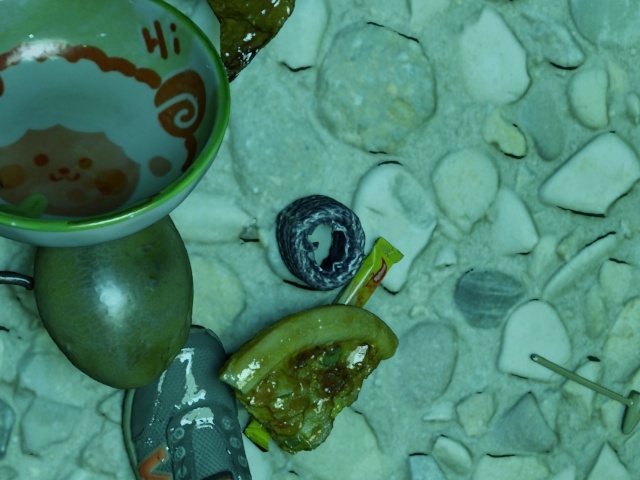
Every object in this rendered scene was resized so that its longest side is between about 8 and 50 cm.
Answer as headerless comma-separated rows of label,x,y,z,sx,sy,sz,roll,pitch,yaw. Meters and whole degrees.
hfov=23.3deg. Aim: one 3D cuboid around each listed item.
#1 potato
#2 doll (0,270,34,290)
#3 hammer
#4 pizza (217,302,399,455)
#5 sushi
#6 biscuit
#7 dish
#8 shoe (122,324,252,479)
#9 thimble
potato,-0.220,0.043,1.669,0.160,0.178,0.235,-4,82,10
doll,-0.407,0.053,1.645,0.165,0.057,0.139,36,87,-21
hammer,0.344,0.196,2.032,0.195,0.028,0.060,26,95,-23
pizza,-0.012,0.168,1.800,0.292,0.058,0.197,-4,115,-48
sushi,-0.106,-0.325,1.667,0.140,0.149,0.287,-14,107,14
biscuit,0.001,0.123,1.858,0.292,0.026,0.048,-55,135,-6
dish,-0.255,-0.110,1.594,0.324,0.324,0.124,-24,150,-19
shoe,-0.133,0.269,1.742,0.132,0.171,0.336,-8,103,-23
thimble,0.002,0.002,1.814,0.095,0.066,0.104,-34,114,-14
